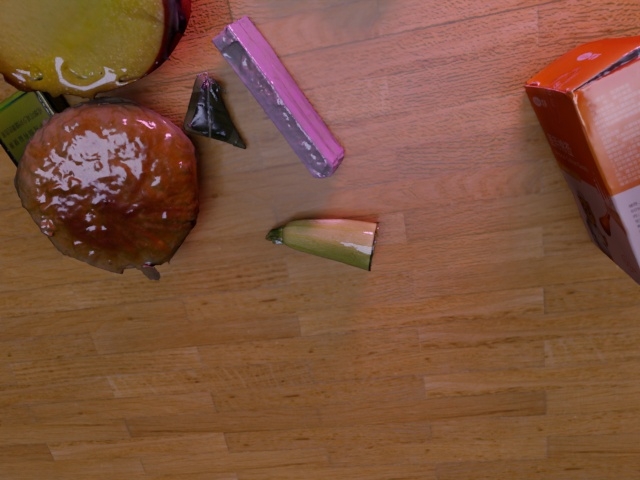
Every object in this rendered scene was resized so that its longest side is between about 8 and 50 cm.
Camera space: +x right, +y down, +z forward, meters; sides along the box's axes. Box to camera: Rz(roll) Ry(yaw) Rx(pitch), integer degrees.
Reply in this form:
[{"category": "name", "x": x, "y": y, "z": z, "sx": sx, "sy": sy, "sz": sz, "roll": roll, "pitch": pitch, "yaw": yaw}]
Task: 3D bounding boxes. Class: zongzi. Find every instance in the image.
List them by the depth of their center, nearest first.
[{"category": "zongzi", "x": -0.179, "y": -0.235, "z": 0.832, "sx": 0.119, "sy": 0.055, "sz": 0.109, "roll": 14, "pitch": 100, "yaw": -18}]

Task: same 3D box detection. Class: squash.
[{"category": "squash", "x": 0.000, "y": 0.000, "z": 0.881, "sx": 0.224, "sy": 0.094, "sz": 0.094, "roll": 6, "pitch": 111, "yaw": 12}]

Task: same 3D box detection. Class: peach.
[{"category": "peach", "x": -0.368, "y": -0.379, "z": 0.724, "sx": 0.361, "sy": 0.201, "sz": 0.257, "roll": -27, "pitch": 132, "yaw": 26}]

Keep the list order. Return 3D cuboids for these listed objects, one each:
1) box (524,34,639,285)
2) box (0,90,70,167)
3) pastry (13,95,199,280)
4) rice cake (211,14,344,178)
[{"category": "box", "x": 0.464, "y": -0.123, "z": 0.691, "sx": 0.143, "sy": 0.225, "sz": 0.341, "roll": -26, "pitch": 105, "yaw": 17}, {"category": "box", "x": -0.521, "y": -0.176, "z": 0.887, "sx": 0.140, "sy": 0.064, "sz": 0.220, "roll": -24, "pitch": 107, "yaw": 13}, {"category": "pastry", "x": -0.368, "y": -0.091, "z": 0.815, "sx": 0.329, "sy": 0.136, "sz": 0.330, "roll": -8, "pitch": 119, "yaw": -15}, {"category": "rice cake", "x": -0.065, "y": -0.239, "z": 0.781, "sx": 0.050, "sy": 0.106, "sz": 0.298, "roll": -31, "pitch": 104, "yaw": 27}]
